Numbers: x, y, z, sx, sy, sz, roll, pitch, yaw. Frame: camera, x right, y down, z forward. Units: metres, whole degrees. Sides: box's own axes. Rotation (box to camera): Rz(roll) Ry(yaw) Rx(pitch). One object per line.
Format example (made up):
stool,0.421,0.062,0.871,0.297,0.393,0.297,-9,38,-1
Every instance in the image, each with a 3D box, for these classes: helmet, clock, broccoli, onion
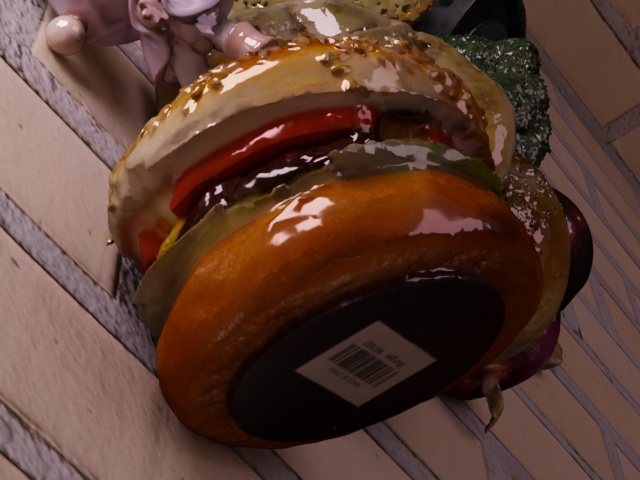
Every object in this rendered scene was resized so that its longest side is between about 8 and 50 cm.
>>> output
helmet,0.302,0.014,2.253,0.189,0.193,0.215,-17,103,-73
clock,0.184,-0.212,2.133,0.066,0.318,0.319,25,5,25
broccoli,0.154,-0.101,1.868,0.283,0.304,0.321,55,23,-32
onion,0.192,0.089,1.818,0.207,0.201,0.200,43,21,-21

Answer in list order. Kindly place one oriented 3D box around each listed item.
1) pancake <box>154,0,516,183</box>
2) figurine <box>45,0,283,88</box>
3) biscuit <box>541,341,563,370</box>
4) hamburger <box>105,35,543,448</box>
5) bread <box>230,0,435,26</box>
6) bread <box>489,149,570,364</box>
pancake,0.015,-0.133,1.547,0.387,0.387,0.082,-104,-163,-46
figurine,-0.165,-0.230,1.441,0.276,0.133,0.200,42,51,7
biscuit,0.300,0.154,2.184,0.188,0.052,0.056,16,60,-63
hamburger,0.000,0.000,1.241,0.330,0.330,0.250,29,31,-56
bread,0.019,-0.362,2.017,0.248,0.279,0.315,41,34,-22
bread,0.114,-0.003,1.585,0.305,0.306,0.158,-104,-177,-47
